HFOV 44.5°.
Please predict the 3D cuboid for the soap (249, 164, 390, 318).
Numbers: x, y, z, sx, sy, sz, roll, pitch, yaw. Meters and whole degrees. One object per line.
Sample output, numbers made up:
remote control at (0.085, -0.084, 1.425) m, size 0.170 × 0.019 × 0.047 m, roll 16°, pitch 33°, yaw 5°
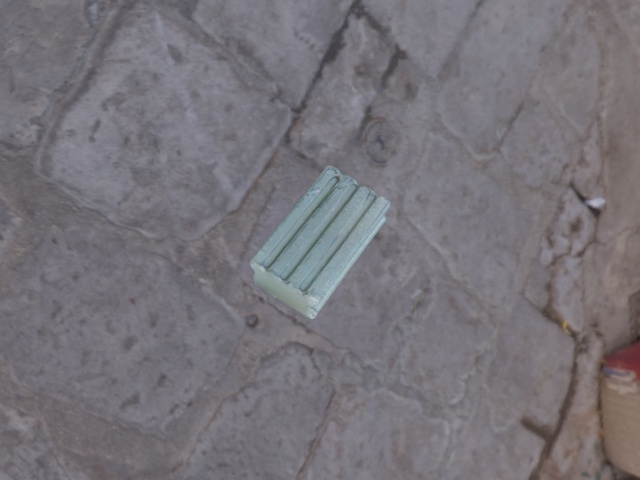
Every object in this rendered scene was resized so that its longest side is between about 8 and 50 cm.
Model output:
soap at (0.000, 0.000, 1.099) m, size 0.198 × 0.115 × 0.063 m, roll -51°, pitch 166°, yaw -26°
